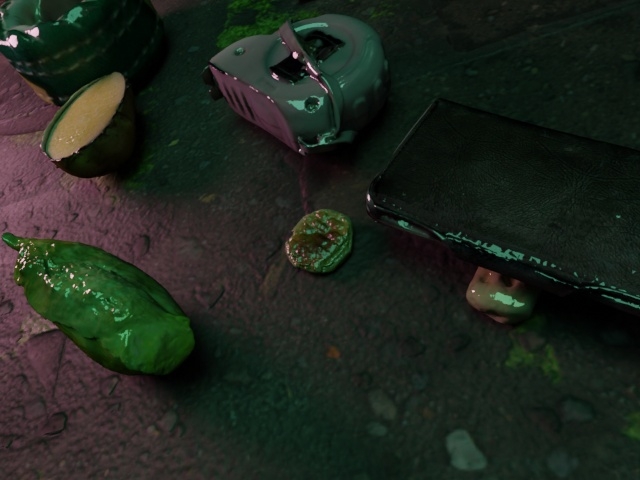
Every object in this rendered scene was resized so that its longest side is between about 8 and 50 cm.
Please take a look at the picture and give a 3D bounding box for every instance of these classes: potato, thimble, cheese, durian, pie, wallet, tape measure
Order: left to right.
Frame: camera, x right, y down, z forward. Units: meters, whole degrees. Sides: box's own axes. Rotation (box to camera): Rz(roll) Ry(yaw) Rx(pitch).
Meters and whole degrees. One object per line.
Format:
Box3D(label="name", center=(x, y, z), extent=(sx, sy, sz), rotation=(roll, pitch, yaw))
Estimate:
Box3D(label="thimble", center=(-0.414, -0.375, 0.881), extent=(0.255, 0.167, 0.288), rotation=(3, 58, 20))
Box3D(label="potato", center=(-0.333, -0.170, 0.767), extent=(0.164, 0.081, 0.200), rotation=(-25, 49, 11))
Box3D(label="durian", center=(-0.229, 0.063, 0.528), extent=(0.250, 0.139, 0.101), rotation=(28, 64, 32))
Box3D(label="tape measure", center=(-0.010, -0.213, 0.659), extent=(0.197, 0.120, 0.236), rotation=(-42, 58, -14))
Box3D(label="pie", center=(0.000, 0.000, 0.565), extent=(0.085, 0.020, 0.084), rotation=(-9, 55, 13))
Box3D(label="cheese", center=(0.203, -0.008, 0.485), extent=(0.065, 0.043, 0.194), rotation=(23, 67, 28))
Box3D(label="wallet", center=(0.204, -0.034, 0.448), extent=(0.318, 0.045, 0.172), rotation=(24, 63, 32))
